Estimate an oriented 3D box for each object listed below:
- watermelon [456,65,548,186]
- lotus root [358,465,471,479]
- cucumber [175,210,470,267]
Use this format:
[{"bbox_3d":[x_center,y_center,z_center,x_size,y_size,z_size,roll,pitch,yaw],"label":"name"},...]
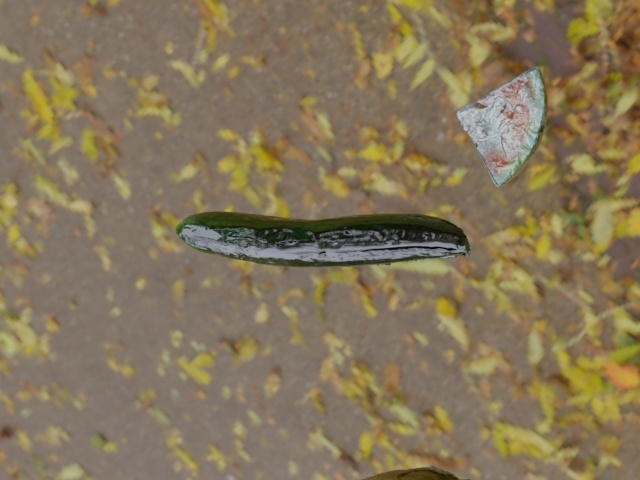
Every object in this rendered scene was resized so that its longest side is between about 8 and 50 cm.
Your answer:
[{"bbox_3d":[0.119,-0.081,0.926,0.061,0.085,0.085,16,142,-11],"label":"watermelon"},{"bbox_3d":[0.019,0.185,0.712,0.209,0.120,0.120,-32,100,35],"label":"lotus root"},{"bbox_3d":[0.000,0.000,0.810,0.184,0.033,0.036,1,133,17],"label":"cucumber"}]
